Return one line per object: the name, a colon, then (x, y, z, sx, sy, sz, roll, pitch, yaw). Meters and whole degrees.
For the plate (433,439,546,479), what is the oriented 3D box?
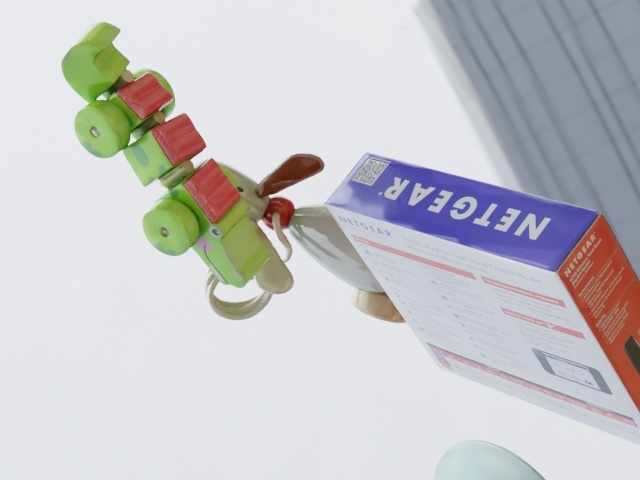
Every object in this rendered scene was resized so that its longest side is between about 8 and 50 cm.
plate: (0.145, 0.245, 1.196, 0.024, 0.188, 0.188, -25, -92, -30)

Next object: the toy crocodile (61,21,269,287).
toy crocodile: (-0.172, -0.095, 1.743, 0.340, 0.105, 0.115, 55, -135, -7)

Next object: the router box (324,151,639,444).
router box: (0.202, 0.063, 1.628, 0.082, 0.335, 0.301, -51, -49, -19)

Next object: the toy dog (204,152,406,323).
toy dog: (0.000, 0.000, 1.853, 0.161, 0.334, 0.220, -74, -18, -81)
